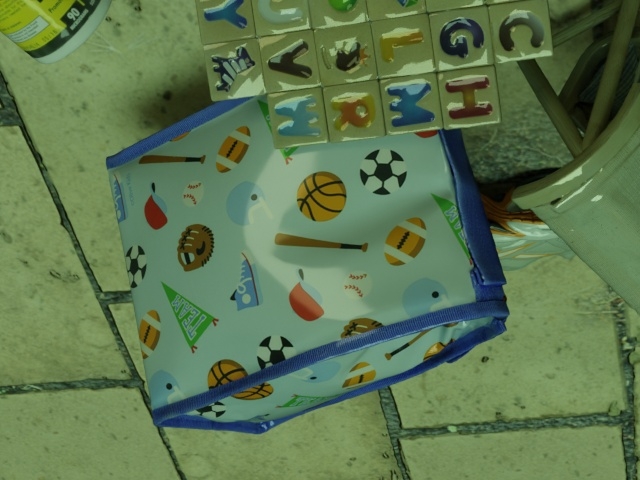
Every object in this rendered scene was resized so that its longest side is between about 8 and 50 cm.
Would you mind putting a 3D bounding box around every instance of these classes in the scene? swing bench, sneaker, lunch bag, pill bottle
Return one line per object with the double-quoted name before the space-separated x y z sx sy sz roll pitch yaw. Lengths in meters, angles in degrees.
"swing bench" 0.332 -0.086 1.535 0.165 0.254 0.253 -28 129 31
"sneaker" 0.191 -0.003 1.763 0.262 0.099 0.121 -3 142 10
"lunch bag" 0.000 0.000 1.584 0.385 0.327 0.239 -26 159 30
"pill bottle" -0.316 -0.281 1.482 0.119 0.119 0.208 -28 129 31

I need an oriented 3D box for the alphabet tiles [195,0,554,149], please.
"alphabet tiles" 0.045 -0.241 1.445 0.343 0.011 0.285 -6 98 12
